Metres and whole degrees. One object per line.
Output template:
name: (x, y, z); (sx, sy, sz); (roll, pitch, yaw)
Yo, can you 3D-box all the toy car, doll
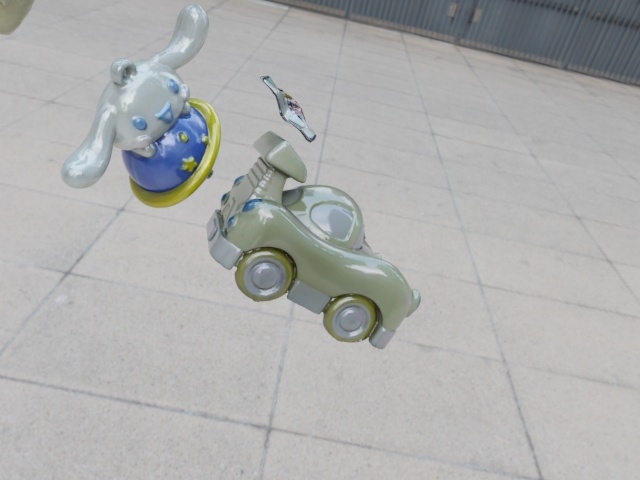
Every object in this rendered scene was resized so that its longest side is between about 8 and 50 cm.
toy car: (0.000, 0.000, 0.859); (0.336, 0.226, 0.242); (28, 8, -20)
doll: (-0.246, -0.200, 0.798); (0.160, 0.310, 0.243); (25, -2, 37)

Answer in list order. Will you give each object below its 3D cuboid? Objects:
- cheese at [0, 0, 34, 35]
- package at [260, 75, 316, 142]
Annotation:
cheese: (-0.478, -0.434, 0.767); (0.093, 0.263, 0.159); (49, 21, 18)
package: (-0.064, -0.279, 1.091); (0.166, 0.040, 0.232); (51, 9, -11)
